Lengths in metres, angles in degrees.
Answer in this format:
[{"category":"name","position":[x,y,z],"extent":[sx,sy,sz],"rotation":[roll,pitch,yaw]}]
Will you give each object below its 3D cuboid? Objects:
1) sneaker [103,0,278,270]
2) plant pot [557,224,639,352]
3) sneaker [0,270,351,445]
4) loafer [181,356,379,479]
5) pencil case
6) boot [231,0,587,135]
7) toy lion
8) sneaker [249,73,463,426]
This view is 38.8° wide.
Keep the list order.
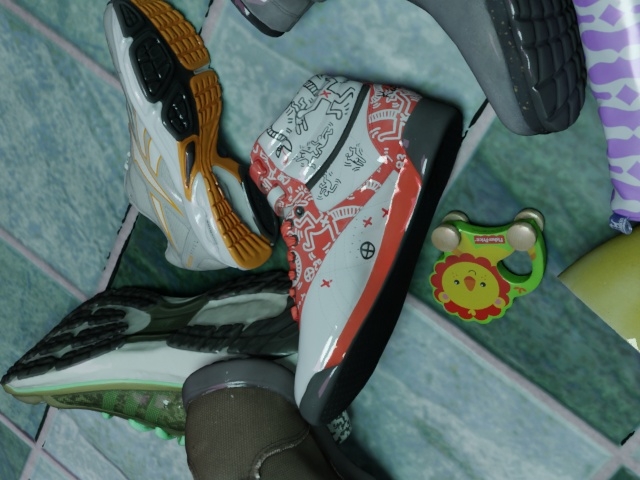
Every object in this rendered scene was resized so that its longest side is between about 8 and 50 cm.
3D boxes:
[{"category":"sneaker","position":[-0.144,-0.084,0.813],"extent":[0.121,0.099,0.262],"rotation":[-14,102,37]},{"category":"plant pot","position":[0.250,0.036,0.639],"extent":[0.134,0.134,0.095],"rotation":[42,99,7]},{"category":"sneaker","position":[-0.145,0.152,0.887],"extent":[0.410,0.158,0.182],"rotation":[-6,116,33]},{"category":"loafer","position":[-0.020,0.255,0.792],"extent":[0.133,0.130,0.366],"rotation":[-18,130,21]},{"category":"pencil case","position":[0.220,-0.114,0.611],"extent":[0.086,0.088,0.206],"rotation":[-15,106,-6]},{"category":"boot","position":[0.038,-0.201,0.665],"extent":[0.222,0.118,0.338],"rotation":[-25,86,37]},{"category":"toy lion","position":[0.136,0.024,0.744],"extent":[0.100,0.034,0.096],"rotation":[-2,116,29]},{"category":"sneaker","position":[0.001,-0.001,0.728],"extent":[0.145,0.090,0.270],"rotation":[22,91,22]}]
